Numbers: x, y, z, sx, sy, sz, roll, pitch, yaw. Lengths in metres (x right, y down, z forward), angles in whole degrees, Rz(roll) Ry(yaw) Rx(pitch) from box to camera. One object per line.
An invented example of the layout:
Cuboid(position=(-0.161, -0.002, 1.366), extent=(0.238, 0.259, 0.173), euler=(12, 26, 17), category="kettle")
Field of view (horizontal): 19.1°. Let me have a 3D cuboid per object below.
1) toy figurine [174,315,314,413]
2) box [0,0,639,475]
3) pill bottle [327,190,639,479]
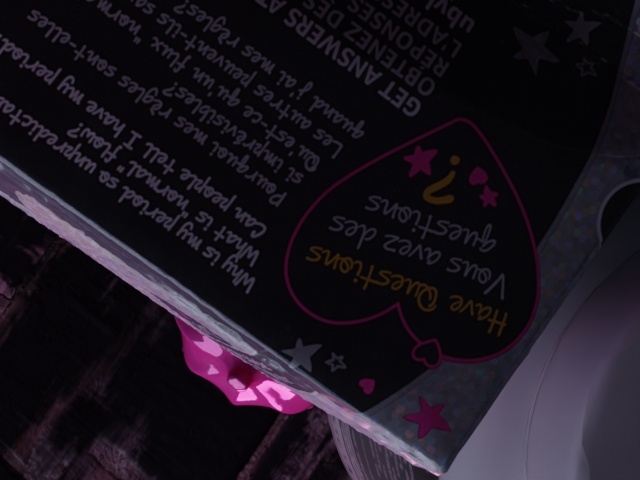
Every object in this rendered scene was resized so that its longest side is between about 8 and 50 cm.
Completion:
Cuboid(position=(0.000, 0.000, 0.830), extent=(0.130, 0.159, 0.173), euler=(35, 177, 1), category="toy figurine")
Cuboid(position=(-0.016, -0.045, 0.544), extent=(0.163, 0.142, 0.247), euler=(36, 177, -10), category="box")
Cuboid(position=(0.102, 0.056, 0.604), extent=(0.161, 0.161, 0.283), euler=(36, 177, -10), category="pill bottle")
